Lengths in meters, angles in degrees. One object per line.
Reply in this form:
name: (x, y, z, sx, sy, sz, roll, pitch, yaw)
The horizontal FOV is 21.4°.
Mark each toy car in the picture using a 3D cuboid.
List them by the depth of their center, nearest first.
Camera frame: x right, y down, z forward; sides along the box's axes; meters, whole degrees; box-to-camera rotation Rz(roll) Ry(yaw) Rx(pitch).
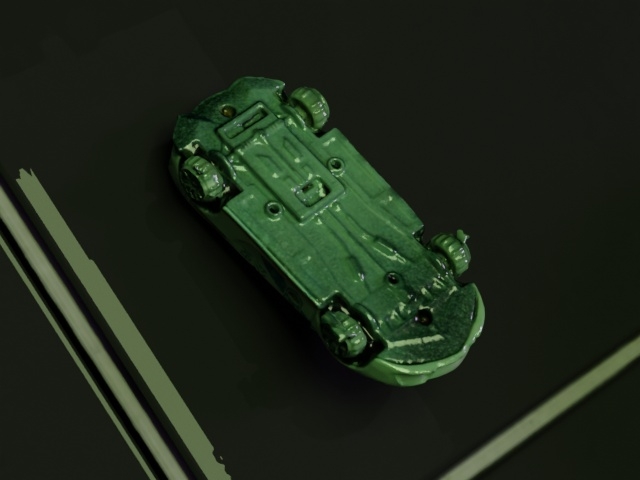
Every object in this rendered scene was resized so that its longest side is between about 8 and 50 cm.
toy car: (0.000, 0.000, 0.843, 0.093, 0.058, 0.186, -36, 75, -31)
